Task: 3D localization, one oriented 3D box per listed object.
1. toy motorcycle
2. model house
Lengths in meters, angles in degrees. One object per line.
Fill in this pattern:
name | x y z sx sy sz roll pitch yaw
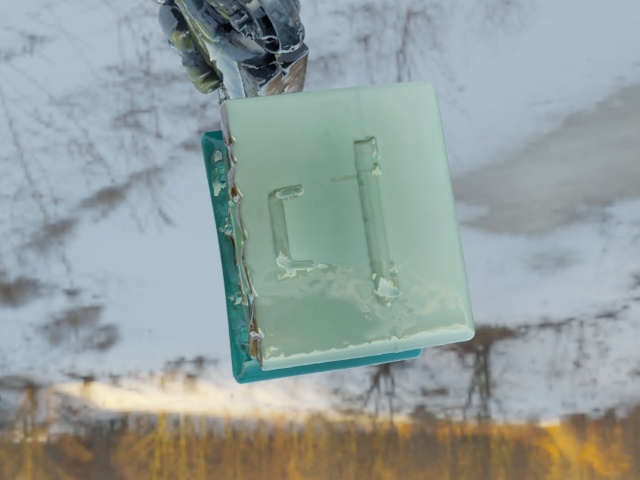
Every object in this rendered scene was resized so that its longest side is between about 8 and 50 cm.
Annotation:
toy motorcycle | -0.058 -0.125 0.616 0.061 0.124 0.193 -40 177 -10
model house | 0.000 0.000 0.561 0.101 0.127 0.149 -7 174 -10
